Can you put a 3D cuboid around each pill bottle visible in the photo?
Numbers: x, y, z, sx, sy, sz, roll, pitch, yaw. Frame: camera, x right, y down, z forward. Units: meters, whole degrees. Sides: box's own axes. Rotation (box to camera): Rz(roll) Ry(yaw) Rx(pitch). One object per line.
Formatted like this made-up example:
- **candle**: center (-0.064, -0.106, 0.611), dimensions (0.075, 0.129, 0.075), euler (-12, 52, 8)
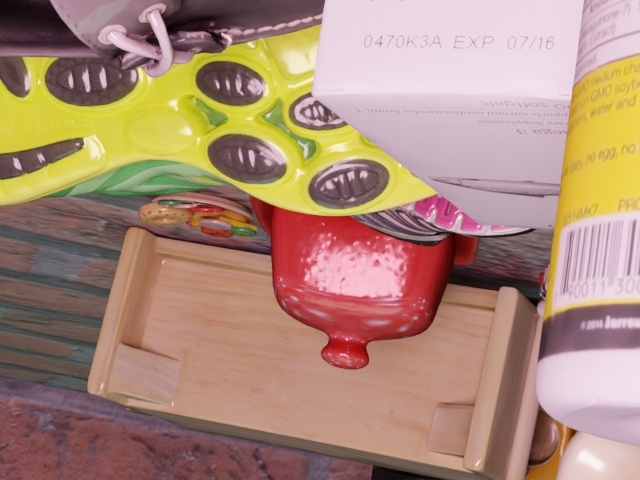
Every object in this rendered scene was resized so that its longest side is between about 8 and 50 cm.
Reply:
- **pill bottle**: center (0.134, -0.043, 0.480), dimensions (0.119, 0.208, 0.119), euler (9, 168, 2)

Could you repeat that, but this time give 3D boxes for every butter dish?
- **butter dish**: center (0.026, 0.032, 1.151), dimensions (0.160, 0.118, 0.160), euler (8, 168, 6)

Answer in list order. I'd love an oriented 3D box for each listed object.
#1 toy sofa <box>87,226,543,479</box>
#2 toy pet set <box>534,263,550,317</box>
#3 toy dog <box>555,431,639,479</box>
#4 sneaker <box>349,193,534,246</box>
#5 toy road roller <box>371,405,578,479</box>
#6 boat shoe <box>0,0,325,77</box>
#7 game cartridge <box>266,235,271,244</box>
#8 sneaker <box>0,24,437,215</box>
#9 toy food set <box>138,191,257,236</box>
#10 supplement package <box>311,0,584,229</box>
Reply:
- **toy sofa**: center (0.006, 0.100, 1.372), dimensions (0.363, 0.150, 0.177), euler (8, 169, 22)
- **toy pet set**: center (0.225, 0.056, 1.241), dimensions (0.122, 0.065, 0.114), euler (7, 168, 7)
- **toy dog**: center (0.333, 0.128, 0.853), dimensions (0.408, 0.284, 0.395), euler (28, 178, -17)
- **sneaker**: center (0.072, -0.030, 0.962), dimensions (0.170, 0.063, 0.075), euler (6, 169, 39)
- **toy road roller**: center (0.213, 0.169, 1.498), dimensions (0.330, 0.202, 0.240), euler (8, -178, 25)
- **boat shoe**: center (-0.131, -0.102, 0.683), dimensions (0.335, 0.095, 0.112), euler (6, 168, 15)
- **game cartridge**: center (0.000, 0.000, 1.272), dimensions (0.083, 0.017, 0.056), euler (10, 172, -2)
- **sneaker**: center (-0.055, -0.073, 0.817), dimensions (0.296, 0.109, 0.123), euler (2, -168, 20)
- **toy food set**: center (-0.090, -0.019, 1.236), dimensions (0.083, 0.020, 0.083), euler (17, 166, -33)
- **supplement package**: center (0.085, -0.074, 0.626), dimensions (0.105, 0.105, 0.179), euler (3, 167, 26)
